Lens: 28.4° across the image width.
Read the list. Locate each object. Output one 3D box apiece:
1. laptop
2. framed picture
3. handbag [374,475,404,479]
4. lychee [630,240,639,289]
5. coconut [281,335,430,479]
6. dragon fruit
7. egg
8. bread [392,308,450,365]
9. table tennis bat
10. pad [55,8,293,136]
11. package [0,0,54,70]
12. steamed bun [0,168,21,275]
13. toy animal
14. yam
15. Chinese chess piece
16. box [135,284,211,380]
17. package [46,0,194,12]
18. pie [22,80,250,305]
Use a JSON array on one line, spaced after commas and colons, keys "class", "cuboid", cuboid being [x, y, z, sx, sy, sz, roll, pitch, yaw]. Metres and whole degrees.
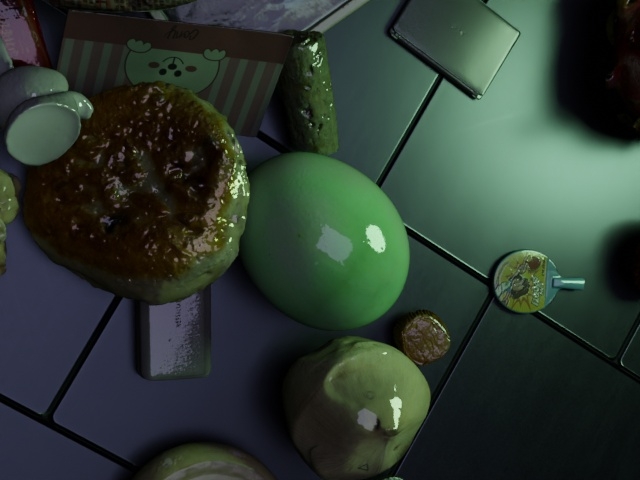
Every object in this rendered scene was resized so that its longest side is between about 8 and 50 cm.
[{"class": "laptop", "cuboid": [0.203, -0.313, 1.900, 0.180, 0.016, 0.129, 34, 82, -18]}, {"class": "framed picture", "cuboid": [-0.085, -0.371, 1.774, 0.324, 0.020, 0.240, -34, 103, -5]}, {"class": "handbag", "cuboid": [0.092, 0.522, 1.881, 0.192, 0.075, 0.332, -23, 101, -16]}, {"class": "lychee", "cuboid": [0.549, 0.033, 1.981, 0.123, 0.123, 0.129, 29, 94, -18]}, {"class": "coconut", "cuboid": [0.047, 0.238, 1.772, 0.224, 0.224, 0.224, -1, 94, -19]}, {"class": "dragon fruit", "cuboid": [0.546, -0.288, 1.906, 0.269, 0.250, 0.291, -28, 86, 9]}, {"class": "egg", "cuboid": [0.000, 0.000, 1.742, 0.220, 0.220, 0.269, -43, 104, -12]}, {"class": "bread", "cuboid": [0.150, 0.144, 1.890, 0.085, 0.053, 0.085, -1, 100, -8]}, {"class": "table tennis bat", "cuboid": [0.338, 0.065, 1.967, 0.155, 0.019, 0.100, 4, 91, -17]}, {"class": "pad", "cuboid": [-0.204, -0.218, 1.697, 0.300, 0.202, 0.005, 4, 50, -19]}, {"class": "package", "cuboid": [-0.417, -0.300, 1.690, 0.083, 0.022, 0.200, -16, 100, -17]}, {"class": "steamed bun", "cuboid": [-0.531, -0.053, 1.609, 0.292, 0.137, 0.295, 7, 93, -16]}, {"class": "toy animal", "cuboid": [-0.387, -0.192, 1.635, 0.131, 0.221, 0.103, -4, 129, -38]}, {"class": "yam", "cuboid": [-0.019, -0.208, 1.780, 0.078, 0.078, 0.179, -19, 121, -17]}, {"class": "Chinese chess piece", "cuboid": [-0.165, 0.412, 1.774, 0.257, 0.104, 0.257, -1, 93, -19]}, {"class": "box", "cuboid": [-0.206, 0.072, 1.765, 0.103, 0.055, 0.243, -1, 93, -19]}, {"class": "package", "cuboid": [-0.261, -0.349, 1.628, 0.288, 0.223, 0.108, 7, 113, -6]}, {"class": "pie", "cuboid": [-0.239, -0.067, 1.668, 0.315, 0.092, 0.315, 0, 89, 9]}]
